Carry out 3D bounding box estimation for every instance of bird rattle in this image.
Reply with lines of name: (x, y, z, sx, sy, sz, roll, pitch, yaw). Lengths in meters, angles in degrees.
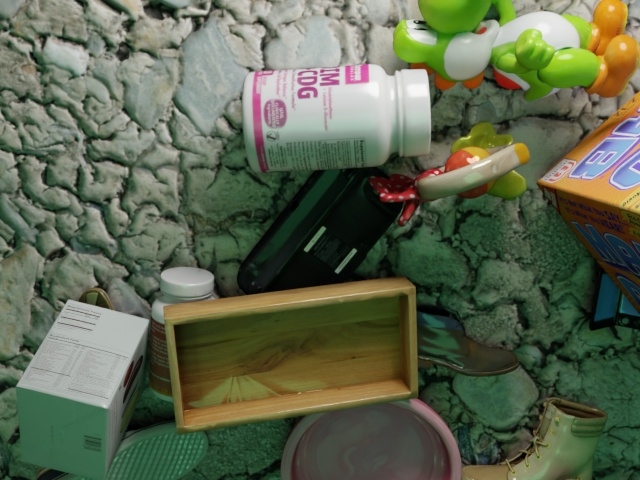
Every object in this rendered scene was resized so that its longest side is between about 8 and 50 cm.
bird rattle: (0.215, -0.110, 1.252, 0.253, 0.207, 0.143, -15, 92, -18)

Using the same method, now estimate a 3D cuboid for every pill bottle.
pill bottle: (-0.235, 0.162, 1.371, 0.121, 0.121, 0.216, 4, 107, -2)
pill bottle: (0.027, -0.193, 1.240, 0.282, 0.160, 0.161, -3, 107, 4)

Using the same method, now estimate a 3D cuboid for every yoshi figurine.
yoshi figurine: (0.296, -0.334, 1.207, 0.362, 0.203, 0.203, 4, 91, 0)

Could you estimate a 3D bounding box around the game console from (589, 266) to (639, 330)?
game console: (0.540, 0.104, 1.389, 0.107, 0.071, 0.122, 11, 108, 21)

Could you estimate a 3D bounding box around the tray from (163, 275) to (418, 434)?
tray: (-0.045, 0.187, 1.317, 0.410, 0.076, 0.203, -6, 106, -10)

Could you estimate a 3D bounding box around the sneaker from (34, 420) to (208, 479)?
sneaker: (-0.373, 0.400, 1.449, 0.321, 0.127, 0.126, -18, 114, -21)

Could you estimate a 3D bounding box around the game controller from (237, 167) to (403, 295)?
game controller: (0.000, 0.000, 1.367, 0.166, 0.067, 0.319, 33, 104, -25)

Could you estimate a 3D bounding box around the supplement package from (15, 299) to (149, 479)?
supplement package: (-0.392, 0.249, 1.319, 0.149, 0.203, 0.194, 14, 128, 0)

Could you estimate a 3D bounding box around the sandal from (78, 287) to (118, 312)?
sandal: (-0.377, 0.154, 1.407, 0.072, 0.049, 0.180, -8, 123, 17)

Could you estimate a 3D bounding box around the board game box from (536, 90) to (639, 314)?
board game box: (0.624, -0.052, 1.175, 0.356, 0.356, 0.356, -41, 102, 2)

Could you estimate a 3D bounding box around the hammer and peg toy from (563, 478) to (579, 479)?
hammer and peg toy: (0.470, 0.602, 1.450, 0.265, 0.127, 0.361, 12, 130, -5)

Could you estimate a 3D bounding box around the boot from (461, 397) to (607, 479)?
boot: (0.393, 0.390, 1.463, 0.261, 0.095, 0.204, 6, 107, -5)

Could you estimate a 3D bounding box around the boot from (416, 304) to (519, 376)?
boot: (0.251, 0.177, 1.405, 0.219, 0.082, 0.106, 5, 109, 0)

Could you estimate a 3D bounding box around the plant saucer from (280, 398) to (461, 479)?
plant saucer: (0.093, 0.416, 1.468, 0.332, 0.084, 0.332, 0, 107, 1)
